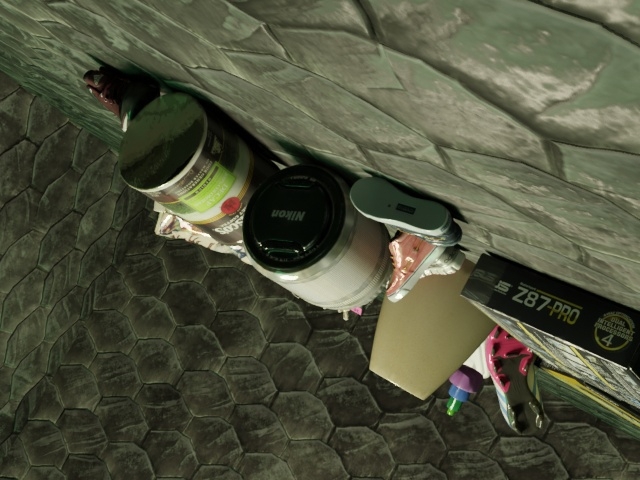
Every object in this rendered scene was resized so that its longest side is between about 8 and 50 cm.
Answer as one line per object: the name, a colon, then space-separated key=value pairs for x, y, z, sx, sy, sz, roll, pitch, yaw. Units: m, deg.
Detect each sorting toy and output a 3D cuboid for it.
sorting toy: x=0.230 y=0.274 z=1.882 sx=0.127 sy=0.126 sz=0.365 roll=16 pitch=-166 yaw=-29

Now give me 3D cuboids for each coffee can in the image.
coffee can: x=-0.225 y=-0.132 z=1.625 sx=0.201 sy=0.202 sz=0.275 roll=26 pitch=173 yaw=38

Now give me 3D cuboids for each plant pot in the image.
plant pot: x=0.219 y=0.171 z=1.693 sx=0.256 sy=0.274 sz=0.256 roll=29 pitch=174 yaw=3

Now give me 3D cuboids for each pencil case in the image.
pencil case: x=-0.178 y=-0.025 z=1.879 sx=0.410 sy=0.160 sz=0.183 roll=22 pitch=180 yaw=-13

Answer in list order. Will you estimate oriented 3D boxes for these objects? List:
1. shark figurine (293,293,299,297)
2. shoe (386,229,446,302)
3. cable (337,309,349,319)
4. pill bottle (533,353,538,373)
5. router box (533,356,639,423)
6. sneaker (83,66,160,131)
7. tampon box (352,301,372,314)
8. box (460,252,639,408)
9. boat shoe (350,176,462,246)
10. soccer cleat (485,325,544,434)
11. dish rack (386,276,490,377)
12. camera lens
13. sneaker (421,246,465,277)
shark figurine: x=0.010 y=0.035 z=2.256 sx=0.166 sy=0.278 sz=0.116 roll=-108 pitch=1 yaw=-55
shoe: x=0.148 y=0.030 z=1.474 sx=0.081 sy=0.178 sz=0.063 roll=34 pitch=-143 yaw=-3
cable: x=0.031 y=0.050 z=2.012 sx=0.072 sy=0.287 sz=0.139 roll=-16 pitch=-143 yaw=-35
pill bottle: x=0.499 y=0.291 z=2.155 sx=0.119 sy=0.119 sz=0.208 roll=27 pitch=174 yaw=29
router box: x=0.666 y=0.336 z=1.872 sx=0.308 sy=0.081 sz=0.243 roll=31 pitch=175 yaw=-9
sneaker: x=-0.413 y=-0.293 z=1.687 sx=0.162 sy=0.106 sz=0.281 roll=36 pitch=173 yaw=-6
tampon box: x=0.085 y=0.080 z=2.091 sx=0.120 sy=0.101 sz=0.161 roll=27 pitch=137 yaw=20
box: x=0.462 y=0.181 z=1.439 sx=0.318 sy=0.097 sz=0.395 roll=23 pitch=171 yaw=43
boat shoe: x=0.132 y=-0.039 z=1.304 sx=0.183 sy=0.065 sz=0.083 roll=25 pitch=172 yaw=35
soccer cleat: x=0.440 y=0.295 z=1.951 sx=0.143 sy=0.116 sz=0.331 roll=-100 pitch=-4 yaw=-69
dish rack: x=0.289 y=0.200 z=2.059 sx=0.332 sy=0.072 sz=0.286 roll=27 pitch=147 yaw=39
camera lens: x=0.000 y=0.000 z=1.545 sx=0.219 sy=0.219 sz=0.274 roll=27 pitch=174 yaw=31
sneaker: x=0.190 y=0.025 z=1.549 sx=0.075 sy=0.063 sz=0.170 roll=48 pitch=152 yaw=-19
